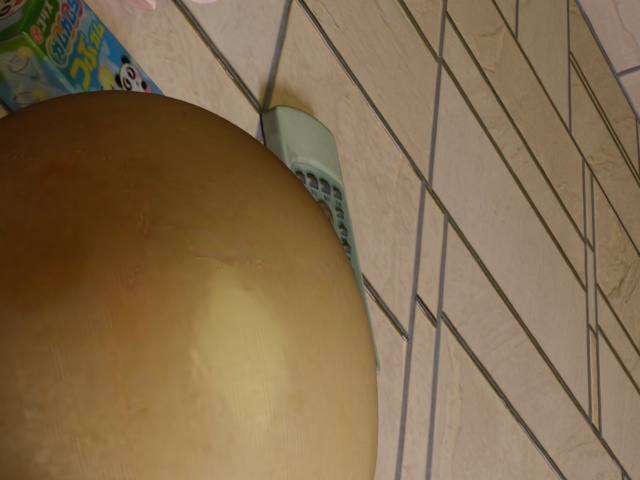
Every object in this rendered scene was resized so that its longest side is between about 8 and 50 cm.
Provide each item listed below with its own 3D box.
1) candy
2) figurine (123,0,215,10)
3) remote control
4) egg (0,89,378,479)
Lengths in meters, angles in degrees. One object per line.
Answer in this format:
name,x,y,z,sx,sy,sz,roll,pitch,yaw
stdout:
candy,-0.185,-0.114,1.076,0.194,0.062,0.097,50,34,-36
figurine,-0.113,-0.311,1.264,0.200,0.133,0.276,36,39,-26
remote control,0.000,0.000,1.398,0.123,0.038,0.285,25,52,-56
egg,-0.116,0.099,0.802,0.301,0.301,0.373,16,67,-60
